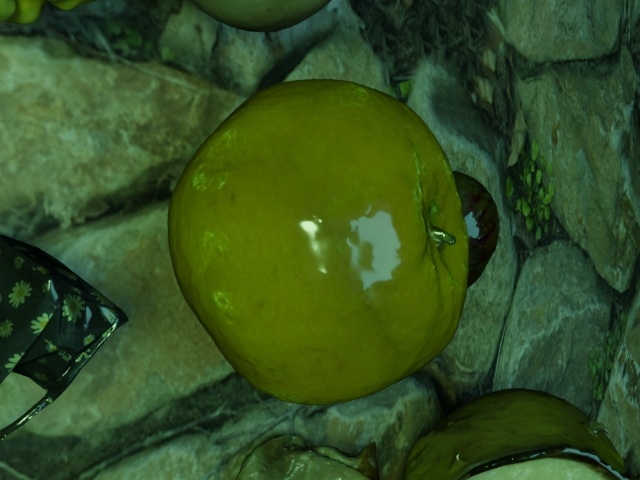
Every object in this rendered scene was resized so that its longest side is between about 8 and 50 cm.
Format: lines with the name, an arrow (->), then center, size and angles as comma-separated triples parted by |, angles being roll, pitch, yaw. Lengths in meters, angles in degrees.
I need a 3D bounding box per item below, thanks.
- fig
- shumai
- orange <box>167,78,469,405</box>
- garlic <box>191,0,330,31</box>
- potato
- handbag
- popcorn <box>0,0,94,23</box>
fig -> 0.166, -0.031, 0.987 | 0.245, 0.149, 0.149 | -45, 126, -56
shumai -> 0.000, 0.289, 0.788 | 0.201, 0.120, 0.201 | -1, 91, -55
orange -> 0.000, 0.000, 0.688 | 0.279, 0.235, 0.279 | 27, 59, -60
garlic -> 0.003, -0.275, 0.588 | 0.246, 0.340, 0.231 | -33, 123, -47
potato -> 0.191, 0.355, 0.972 | 0.290, 0.296, 0.397 | 43, 93, -7
handbag -> -0.207, 0.077, 0.539 | 0.072, 0.115, 0.139 | 30, 86, -49
popcorn -> -0.191, -0.240, 0.459 | 0.203, 0.200, 0.226 | 18, 76, -57
